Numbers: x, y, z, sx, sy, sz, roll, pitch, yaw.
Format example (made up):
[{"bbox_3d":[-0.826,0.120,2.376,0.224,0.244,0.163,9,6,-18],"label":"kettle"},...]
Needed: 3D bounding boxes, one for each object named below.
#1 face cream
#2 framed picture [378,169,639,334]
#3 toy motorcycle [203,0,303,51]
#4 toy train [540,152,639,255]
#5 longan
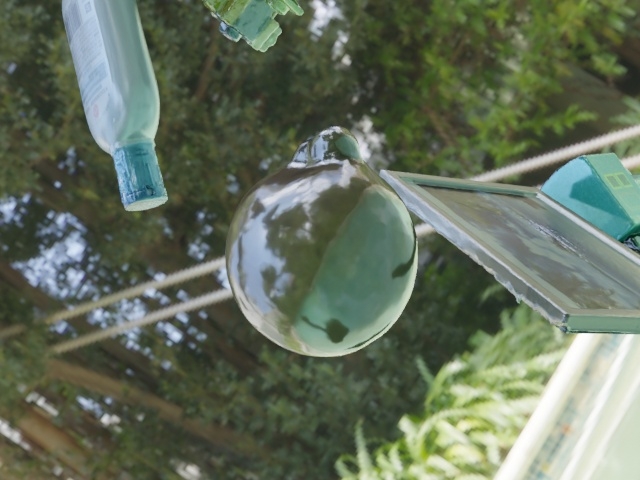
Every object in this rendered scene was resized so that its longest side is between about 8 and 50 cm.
[{"bbox_3d":[-0.278,-0.207,1.580,0.080,0.337,0.163,-9,-13,-32],"label":"face cream"},{"bbox_3d":[0.225,0.009,1.137,0.231,0.315,0.024,4,-65,-34],"label":"framed picture"},{"bbox_3d":[-0.136,-0.407,1.561,0.237,0.410,0.168,-56,-41,1],"label":"toy motorcycle"},{"bbox_3d":[0.411,-0.021,1.401,0.298,0.194,0.120,-9,-31,-45],"label":"toy train"},{"bbox_3d":[0.000,0.000,1.019,0.159,0.184,0.205,-3,-76,-49],"label":"longan"}]
